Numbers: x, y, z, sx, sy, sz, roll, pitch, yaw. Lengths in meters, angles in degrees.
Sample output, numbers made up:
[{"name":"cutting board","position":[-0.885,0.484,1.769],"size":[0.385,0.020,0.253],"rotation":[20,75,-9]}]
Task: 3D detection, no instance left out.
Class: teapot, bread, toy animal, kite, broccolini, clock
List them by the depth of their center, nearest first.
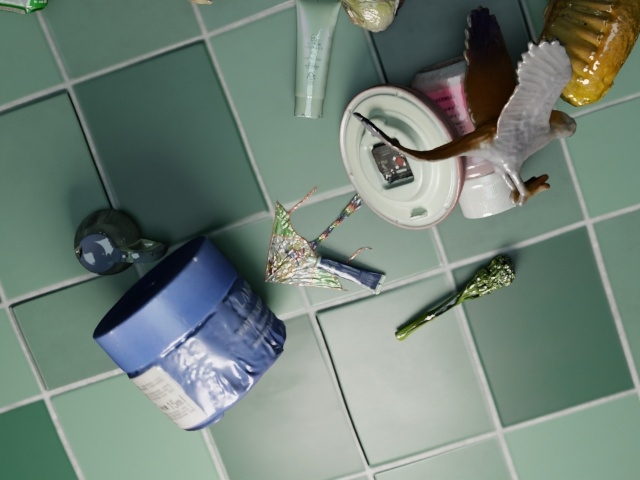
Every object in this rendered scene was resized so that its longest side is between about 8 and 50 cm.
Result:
[{"name":"toy animal","position":[0.238,-0.148,1.566],"size":[0.284,0.225,0.302],"rotation":[-38,121,-5]},{"name":"bread","position":[0.408,-0.321,1.628],"size":[0.139,0.240,0.240],"rotation":[23,104,3]},{"name":"toy animal","position":[0.074,-0.395,1.692],"size":[0.098,0.098,0.137],"rotation":[-34,119,10]},{"name":"clock","position":[0.125,-0.130,1.708],"size":[0.244,0.056,0.244],"rotation":[26,129,37]},{"name":"teapot","position":[-0.347,0.020,1.808],"size":[0.149,0.108,0.111],"rotation":[33,105,-5]},{"name":"broccolini","position":[0.230,0.106,1.838],"size":[0.239,0.051,0.054],"rotation":[-35,144,12]},{"name":"kite","position":[0.000,0.000,1.839],"size":[0.244,0.006,0.198],"rotation":[-39,99,11]}]

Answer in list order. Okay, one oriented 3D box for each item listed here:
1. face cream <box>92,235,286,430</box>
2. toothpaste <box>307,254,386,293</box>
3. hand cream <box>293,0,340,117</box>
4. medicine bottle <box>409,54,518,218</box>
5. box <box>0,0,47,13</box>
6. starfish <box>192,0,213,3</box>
[{"name":"face cream","position":[-0.208,0.153,1.766],"size":[0.249,0.249,0.225],"rotation":[-38,104,11]},{"name":"toothpaste","position":[0.042,0.053,1.837],"size":[0.140,0.021,0.037],"rotation":[21,103,-10]},{"name":"hand cream","position":[-0.012,-0.301,1.746],"size":[0.078,0.050,0.204],"rotation":[6,99,4]},{"name":"medicine bottle","position":[0.240,-0.166,1.718],"size":[0.147,0.147,0.247],"rotation":[-19,102,7]},{"name":"box","position":[-0.546,-0.462,1.703],"size":[0.250,0.103,0.180],"rotation":[9,105,1]},{"name":"starfish","position":[-0.167,-0.551,1.653],"size":[0.384,0.132,0.398],"rotation":[-5,90,-3]}]
